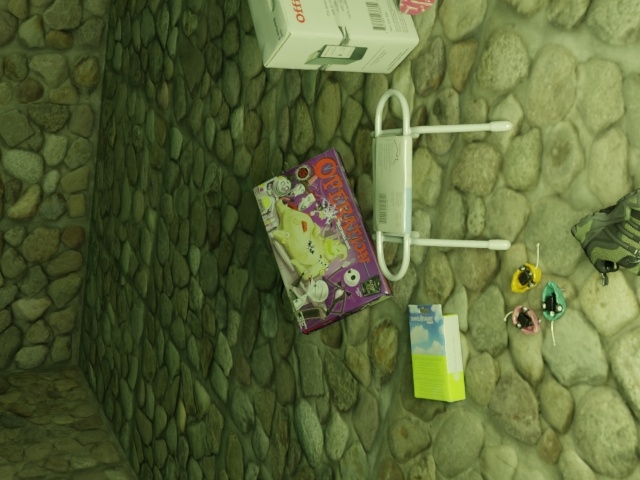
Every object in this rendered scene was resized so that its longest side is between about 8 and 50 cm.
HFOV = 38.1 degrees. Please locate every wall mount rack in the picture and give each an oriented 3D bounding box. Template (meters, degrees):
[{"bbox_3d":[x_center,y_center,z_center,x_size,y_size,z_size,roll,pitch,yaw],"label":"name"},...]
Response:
[{"bbox_3d":[0.199,-0.100,1.662,0.304,0.130,0.350,8,100,62],"label":"wall mount rack"}]

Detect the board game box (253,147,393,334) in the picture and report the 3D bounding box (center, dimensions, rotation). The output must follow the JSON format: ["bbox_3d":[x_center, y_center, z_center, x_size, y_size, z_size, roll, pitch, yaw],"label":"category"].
[{"bbox_3d":[0.000,0.000,1.949,0.208,0.056,0.347,-25,68,11],"label":"board game box"}]

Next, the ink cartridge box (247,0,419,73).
[{"bbox_3d":[0.016,-0.441,1.763,0.121,0.289,0.211,-41,58,53],"label":"ink cartridge box"}]

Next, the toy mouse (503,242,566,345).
[{"bbox_3d":[0.356,0.109,1.498,0.143,0.031,0.161,64,143,33],"label":"toy mouse"}]

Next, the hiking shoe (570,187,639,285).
[{"bbox_3d":[0.456,-0.013,1.289,0.114,0.086,0.227,65,151,8],"label":"hiking shoe"}]

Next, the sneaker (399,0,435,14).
[{"bbox_3d":[0.188,-0.491,1.695,0.170,0.063,0.075,112,160,-52],"label":"sneaker"}]

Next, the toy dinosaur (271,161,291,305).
[{"bbox_3d":[-0.041,-0.006,2.108,0.160,0.121,0.314,-128,39,-61],"label":"toy dinosaur"}]

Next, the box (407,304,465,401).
[{"bbox_3d":[0.215,0.208,1.734,0.109,0.042,0.178,-8,86,59],"label":"box"}]
